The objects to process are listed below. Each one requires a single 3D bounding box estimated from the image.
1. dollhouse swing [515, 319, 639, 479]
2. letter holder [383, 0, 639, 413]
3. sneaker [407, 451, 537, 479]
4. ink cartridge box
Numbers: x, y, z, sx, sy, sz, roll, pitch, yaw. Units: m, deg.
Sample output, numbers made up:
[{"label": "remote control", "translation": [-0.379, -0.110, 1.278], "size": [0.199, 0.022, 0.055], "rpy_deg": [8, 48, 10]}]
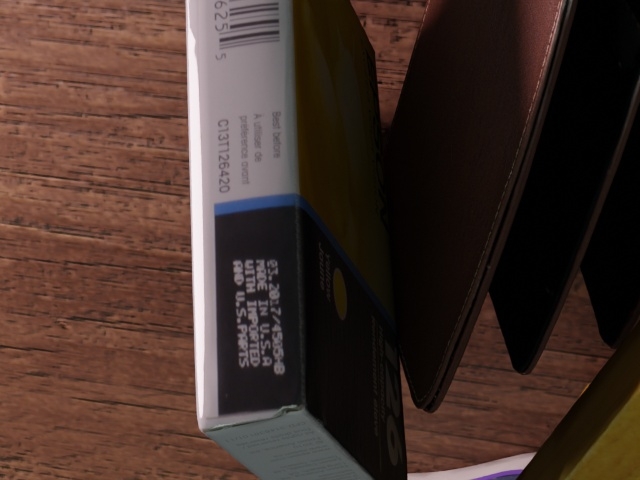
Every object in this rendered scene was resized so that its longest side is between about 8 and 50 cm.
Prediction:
[{"label": "dollhouse swing", "translation": [0.308, 0.154, 1.140], "size": [0.347, 0.305, 0.315], "rpy_deg": [31, 131, 2]}, {"label": "letter holder", "translation": [0.144, -0.064, 1.126], "size": [0.152, 0.214, 0.302], "rpy_deg": [7, 124, -13]}, {"label": "sneaker", "translation": [0.045, 0.269, 1.361], "size": [0.322, 0.236, 0.130], "rpy_deg": [-21, 109, 28]}, {"label": "ink cartridge box", "translation": [0.000, 0.000, 1.123], "size": [0.072, 0.304, 0.307], "rpy_deg": [-10, 157, 14]}]
